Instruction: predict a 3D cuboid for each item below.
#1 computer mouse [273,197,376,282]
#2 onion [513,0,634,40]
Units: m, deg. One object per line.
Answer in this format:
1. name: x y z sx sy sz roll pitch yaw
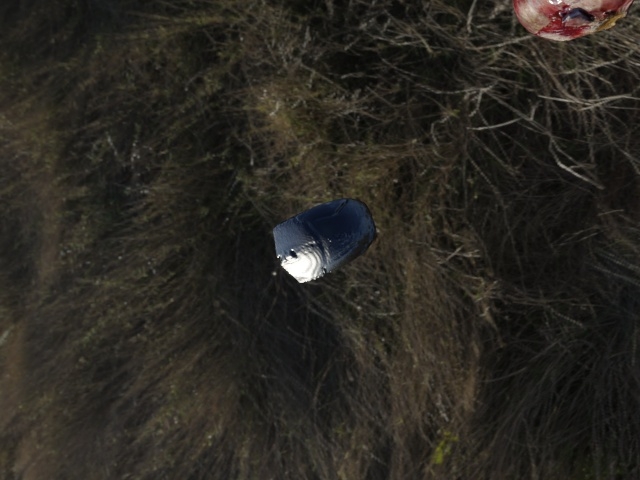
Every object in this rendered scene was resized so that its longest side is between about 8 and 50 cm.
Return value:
1. computer mouse: 0.000 0.000 1.081 0.217 0.073 0.122 -25 91 40
2. onion: 0.292 -0.318 0.733 0.206 0.098 0.151 105 149 -79
